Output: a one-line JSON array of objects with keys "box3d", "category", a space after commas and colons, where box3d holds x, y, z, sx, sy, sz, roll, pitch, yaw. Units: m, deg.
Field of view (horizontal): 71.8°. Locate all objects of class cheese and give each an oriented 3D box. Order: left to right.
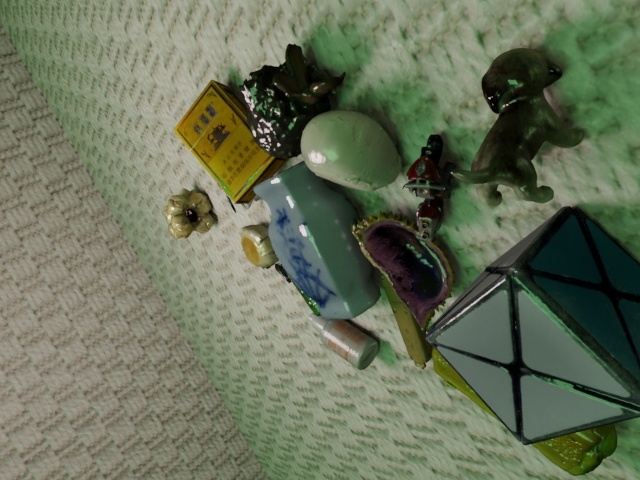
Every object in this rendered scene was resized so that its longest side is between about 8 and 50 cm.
[{"box3d": [0.056, -0.196, 0.943, 0.198, 0.189, 0.155, 21, 99, 39], "category": "cheese"}]

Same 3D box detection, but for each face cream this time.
[{"box3d": [0.054, 0.294, 1.375, 0.251, 0.101, 0.101, 28, 135, 36], "category": "face cream"}]

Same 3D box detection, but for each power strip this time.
[{"box3d": [0.227, 0.201, 1.147, 0.064, 0.044, 0.305, -5, 111, 51], "category": "power strip"}]

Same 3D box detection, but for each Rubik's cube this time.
[{"box3d": [0.379, 0.141, 0.730, 0.259, 0.260, 0.255, 45, 144, 13], "category": "Rubik's cube"}]

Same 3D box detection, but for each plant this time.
[{"box3d": [-0.073, -0.312, 0.999, 0.204, 0.178, 0.234, 45, 150, 21], "category": "plant"}]

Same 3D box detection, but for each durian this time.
[{"box3d": [0.182, 0.043, 1.012, 0.261, 0.153, 0.186, 56, 168, -8], "category": "durian"}]

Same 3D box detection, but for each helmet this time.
[{"box3d": [-0.108, 0.097, 1.466, 0.084, 0.049, 0.065, 45, 153, 20], "category": "helmet"}]

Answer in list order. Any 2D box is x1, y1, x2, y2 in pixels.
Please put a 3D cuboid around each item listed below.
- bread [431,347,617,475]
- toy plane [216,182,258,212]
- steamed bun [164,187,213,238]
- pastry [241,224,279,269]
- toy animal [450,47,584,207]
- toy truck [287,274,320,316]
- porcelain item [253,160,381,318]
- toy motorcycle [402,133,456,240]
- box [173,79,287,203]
[{"box3d": [0.416, 0.316, 0.942, 0.383, 0.112, 0.166, 33, 136, 33], "category": "bread"}, {"box3d": [-0.277, -0.232, 1.403, 0.182, 0.107, 0.273, -37, 71, 63], "category": "toy plane"}, {"box3d": [-0.494, -0.109, 1.685, 0.106, 0.177, 0.192, -11, 94, 44], "category": "steamed bun"}, {"box3d": [-0.202, 0.016, 1.486, 0.165, 0.088, 0.166, 29, 136, 33], "category": "pastry"}, {"box3d": [0.297, -0.165, 0.679, 0.168, 0.233, 0.121, 27, 170, -29], "category": "toy animal"}, {"box3d": [-0.031, 0.100, 1.310, 0.243, 0.125, 0.101, 56, 146, 4], "category": "toy truck"}, {"box3d": [0.000, 0.000, 1.150, 0.242, 0.178, 0.405, -13, 108, 53], "category": "porcelain item"}, {"box3d": [0.216, -0.093, 0.868, 0.082, 0.122, 0.213, 12, 127, 29], "category": "toy motorcycle"}, {"box3d": [-0.255, -0.276, 1.252, 0.193, 0.084, 0.301, -45, 77, 17], "category": "box"}]
